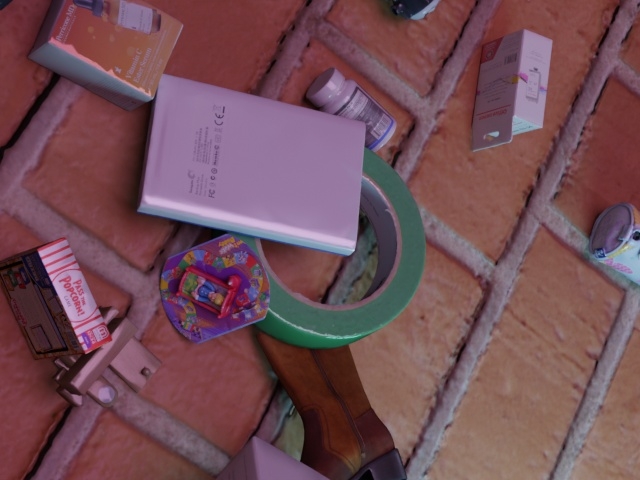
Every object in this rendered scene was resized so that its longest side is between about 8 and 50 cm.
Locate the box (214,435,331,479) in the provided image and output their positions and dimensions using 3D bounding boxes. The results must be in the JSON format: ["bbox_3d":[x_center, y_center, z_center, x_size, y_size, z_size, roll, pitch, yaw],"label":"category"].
[{"bbox_3d":[-0.118,0.467,1.702,0.168,0.215,0.345,34,108,-23],"label":"box"}]

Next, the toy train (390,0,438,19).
[{"bbox_3d":[0.107,-0.516,2.121,0.190,0.142,0.334,-47,109,-14],"label":"toy train"}]

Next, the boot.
[{"bbox_3d":[-0.023,0.251,1.907,0.264,0.096,0.280,-14,70,-32],"label":"boot"}]

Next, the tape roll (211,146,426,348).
[{"bbox_3d":[0.000,0.000,1.974,0.321,0.077,0.321,7,70,-21],"label":"tape roll"}]

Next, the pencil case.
[{"bbox_3d":[0.609,0.035,2.343,0.273,0.124,0.113,29,69,-25],"label":"pencil case"}]

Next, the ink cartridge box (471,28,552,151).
[{"bbox_3d":[0.322,-0.244,2.215,0.067,0.115,0.198,16,76,-28],"label":"ink cartridge box"}]

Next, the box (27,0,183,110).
[{"bbox_3d":[-0.305,-0.284,1.861,0.170,0.091,0.130,27,71,-26],"label":"box"}]

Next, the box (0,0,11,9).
[{"bbox_3d":[-0.409,-0.447,1.767,0.059,0.183,0.232,15,75,-29],"label":"box"}]

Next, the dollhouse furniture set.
[{"bbox_3d":[-0.275,0.179,1.781,0.123,0.151,0.144,46,66,-18],"label":"dollhouse furniture set"}]

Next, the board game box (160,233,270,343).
[{"bbox_3d":[-0.157,0.071,1.866,0.133,0.169,0.033,69,18,0],"label":"board game box"}]

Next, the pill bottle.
[{"bbox_3d":[0.048,-0.205,2.068,0.137,0.078,0.078,41,65,-19],"label":"pill bottle"}]

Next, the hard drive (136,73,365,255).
[{"bbox_3d":[-0.096,-0.109,1.903,0.319,0.040,0.210,12,68,-17],"label":"hard drive"}]

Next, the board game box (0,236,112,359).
[{"bbox_3d":[-0.356,0.080,1.721,0.045,0.193,0.146,-27,98,-31],"label":"board game box"}]
